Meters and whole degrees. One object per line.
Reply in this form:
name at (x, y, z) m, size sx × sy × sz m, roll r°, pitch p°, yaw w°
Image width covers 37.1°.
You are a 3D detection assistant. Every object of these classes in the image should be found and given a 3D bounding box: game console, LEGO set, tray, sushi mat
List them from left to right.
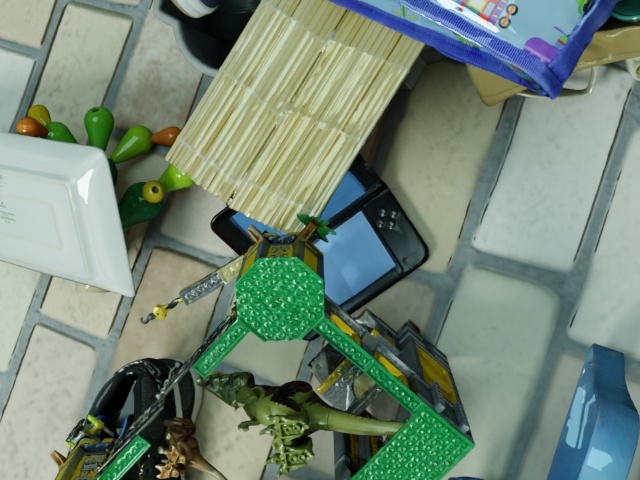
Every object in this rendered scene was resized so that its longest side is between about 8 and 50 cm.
tray at (-0.288, -0.030, 0.900) m, size 0.270 × 0.030 × 0.145 m, roll 11°, pitch 119°, yaw 35°
LEGO set at (-0.043, 0.138, 0.754) m, size 0.255 × 0.192 × 0.331 m, roll 32°, pitch 103°, yaw -8°
game console at (0.000, 0.000, 0.833) m, size 0.144 × 0.085 × 0.124 m, roll -36°, pitch 71°, yaw 12°
sushi mat at (0.009, -0.162, 0.760) m, size 0.151 × 0.019 × 0.317 m, roll 33°, pitch 93°, yaw 22°

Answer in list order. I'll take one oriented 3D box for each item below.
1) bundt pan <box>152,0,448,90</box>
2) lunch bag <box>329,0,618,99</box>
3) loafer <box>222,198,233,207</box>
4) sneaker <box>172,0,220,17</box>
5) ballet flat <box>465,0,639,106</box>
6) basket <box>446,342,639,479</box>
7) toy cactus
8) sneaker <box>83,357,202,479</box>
bundt pan at (0.014, -0.265, 0.852) m, size 0.330 × 0.124 × 0.331 m, roll -3°, pitch 80°, yaw 19°
lunch bag at (0.107, -0.250, 0.654) m, size 0.293 × 0.138 × 0.221 m, roll 32°, pitch 93°, yaw 22°
loafer at (-0.064, -0.090, 0.895) m, size 0.039 × 0.045 × 0.125 m, roll 7°, pitch 81°, yaw 14°
sneaker at (-0.064, -0.327, 0.772) m, size 0.153 × 0.099 × 0.282 m, roll -9°, pitch 75°, yaw 20°
ballet flat at (0.236, -0.161, 0.786) m, size 0.232 × 0.080 × 0.073 m, roll -9°, pitch 116°, yaw 9°
basket at (0.154, 0.225, 0.650) m, size 0.201 × 0.255 × 0.289 m, roll 22°, pitch 99°, yaw 15°
toy cactus at (-0.215, -0.040, 0.918) m, size 0.218 × 0.112 × 0.181 m, roll 3°, pitch 92°, yaw 12°
sneaker at (-0.170, 0.210, 0.839) m, size 0.079 × 0.121 × 0.217 m, roll 2°, pitch 81°, yaw 21°
